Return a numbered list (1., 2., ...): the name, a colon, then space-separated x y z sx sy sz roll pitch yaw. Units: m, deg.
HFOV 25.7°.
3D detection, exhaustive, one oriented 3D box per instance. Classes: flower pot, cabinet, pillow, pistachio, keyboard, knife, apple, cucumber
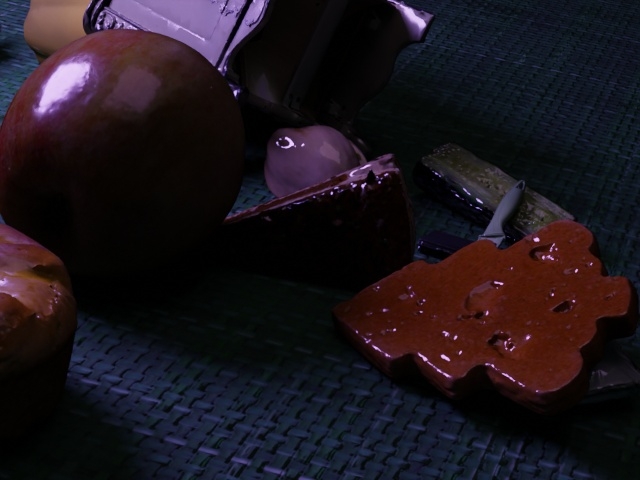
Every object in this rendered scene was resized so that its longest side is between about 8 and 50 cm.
1. flower pot: -0.310 -0.296 1.962 0.179 0.195 0.195 9 22 38
2. cabinet: -0.078 -0.279 1.816 0.318 0.227 0.290 32 8 38
3. pillow: 0.235 0.095 1.426 0.128 0.051 0.229 -2 28 -12
4. pistachio: -0.002 -0.082 1.678 0.113 0.113 0.149 -14 40 -36
5. keyboard: 0.208 0.025 1.605 0.195 0.018 0.060 18 22 22
6. knife: 0.201 -0.008 1.607 0.030 0.014 0.207 18 45 20
7. apple: -0.213 -0.087 1.461 0.257 0.256 0.234 18 34 22
8. cucumber: 0.209 -0.041 1.703 0.078 0.062 0.211 -31 50 -27

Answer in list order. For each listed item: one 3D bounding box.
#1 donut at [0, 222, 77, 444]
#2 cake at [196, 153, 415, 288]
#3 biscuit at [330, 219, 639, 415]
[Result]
1. donut: -0.366 0.068 1.227 0.299 0.150 0.317 0 26 -14
2. cake: -0.008 0.008 1.561 0.246 0.135 0.112 -20 10 11
3. biscuit: 0.159 0.076 1.392 0.306 0.043 0.284 -3 35 19
